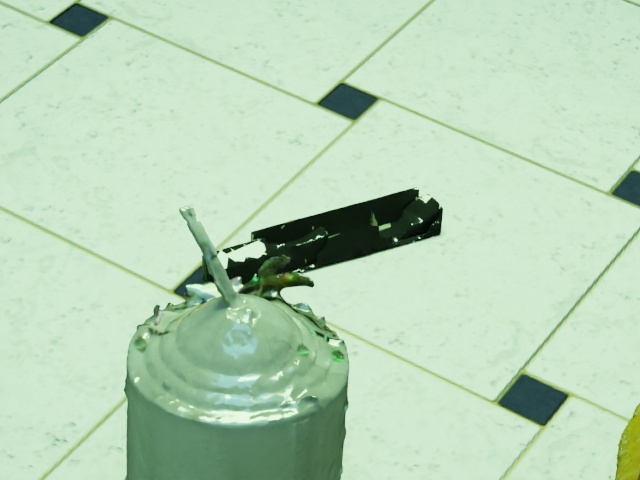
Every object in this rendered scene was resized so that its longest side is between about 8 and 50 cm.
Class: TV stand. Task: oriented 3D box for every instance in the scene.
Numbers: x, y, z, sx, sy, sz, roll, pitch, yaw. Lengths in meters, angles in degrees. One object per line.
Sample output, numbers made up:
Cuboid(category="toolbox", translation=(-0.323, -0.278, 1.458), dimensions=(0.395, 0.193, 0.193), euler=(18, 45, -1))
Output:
Cuboid(category="TV stand", translation=(0.000, 0.000, 1.916), dimensions=(0.249, 0.036, 0.042), euler=(-15, 46, -19))

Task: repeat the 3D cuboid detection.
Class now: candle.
Cuboid(category="candle", translation=(-0.069, 0.129, 1.557), dimensions=(0.187, 0.330, 0.187), euler=(2, 34, -1))

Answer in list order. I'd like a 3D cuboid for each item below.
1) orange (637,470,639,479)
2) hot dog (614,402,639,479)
Cuboid(category="orange", translation=(0.338, 0.207, 1.511), dimensions=(0.206, 0.206, 0.206), euler=(1, 41, -1))
Cuboid(category="hot dog", translation=(0.273, 0.244, 1.626), dimensions=(0.083, 0.068, 0.289), euler=(42, 40, -19))
